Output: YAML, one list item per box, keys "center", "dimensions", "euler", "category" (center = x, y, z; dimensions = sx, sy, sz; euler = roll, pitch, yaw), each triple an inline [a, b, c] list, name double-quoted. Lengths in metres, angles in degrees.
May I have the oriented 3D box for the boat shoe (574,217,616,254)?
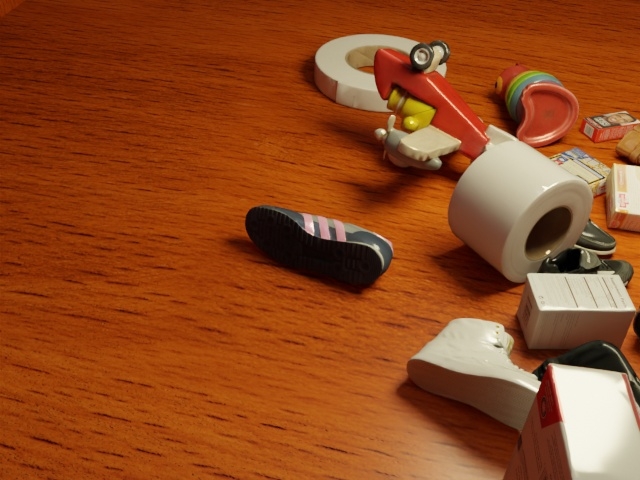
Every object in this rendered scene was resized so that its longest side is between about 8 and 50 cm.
- center: [0.553, -0.047, 1.725]
  dimensions: [0.084, 0.079, 0.233]
  euler: [-22, 46, -31]
  category: "boat shoe"

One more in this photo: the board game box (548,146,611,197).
- center: [0.603, -0.152, 1.889]
  dimensions: [0.193, 0.045, 0.147]
  euler: [-19, 43, -26]
  category: "board game box"

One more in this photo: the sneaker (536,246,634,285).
- center: [0.533, 0.059, 1.561]
  dimensions: [0.234, 0.106, 0.078]
  euler: [-8, 40, -14]
  category: "sneaker"

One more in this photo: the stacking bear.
- center: [0.565, -0.390, 2.115]
  dimensions: [0.164, 0.175, 0.289]
  euler: [-5, 31, -7]
  category: "stacking bear"

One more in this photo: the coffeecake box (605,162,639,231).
- center: [0.752, -0.091, 1.772]
  dimensions: [0.185, 0.068, 0.142]
  euler: [9, 57, 6]
  category: "coffeecake box"

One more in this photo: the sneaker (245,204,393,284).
- center: [0.000, 0.000, 1.619]
  dimensions: [0.319, 0.112, 0.131]
  euler: [22, 25, 19]
  category: "sneaker"

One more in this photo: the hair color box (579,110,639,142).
- center: [0.782, -0.307, 2.105]
  dimensions: [0.141, 0.043, 0.072]
  euler: [-11, 39, -19]
  category: "hair color box"

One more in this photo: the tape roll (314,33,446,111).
- center: [0.172, -0.496, 2.282]
  dimensions: [0.392, 0.072, 0.392]
  euler: [3, 37, -2]
  category: "tape roll"

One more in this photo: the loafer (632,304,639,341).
- center: [0.659, 0.228, 1.329]
  dimensions: [0.130, 0.134, 0.366]
  euler: [-14, 41, -21]
  category: "loafer"

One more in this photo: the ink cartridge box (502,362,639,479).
- center: [0.339, 0.335, 1.057]
  dimensions: [0.114, 0.273, 0.197]
  euler: [8, 38, 0]
  category: "ink cartridge box"

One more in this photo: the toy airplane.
- center: [0.285, -0.257, 1.870]
  dimensions: [0.386, 0.272, 0.384]
  euler: [25, 37, -34]
  category: "toy airplane"

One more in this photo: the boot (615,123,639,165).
- center: [0.914, -0.239, 1.997]
  dimensions: [0.283, 0.109, 0.220]
  euler: [-33, 46, -28]
  category: "boot"

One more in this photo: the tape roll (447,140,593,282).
- center: [0.406, -0.059, 1.592]
  dimensions: [0.246, 0.246, 0.169]
  euler: [-19, 43, -26]
  category: "tape roll"

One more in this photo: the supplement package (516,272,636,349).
- center: [0.475, 0.133, 1.461]
  dimensions: [0.179, 0.105, 0.105]
  euler: [1, 38, -3]
  category: "supplement package"

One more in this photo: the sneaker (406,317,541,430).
- center: [0.313, 0.214, 1.325]
  dimensions: [0.292, 0.108, 0.169]
  euler: [18, 40, 33]
  category: "sneaker"

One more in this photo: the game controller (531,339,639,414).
- center: [0.456, 0.296, 1.245]
  dimensions: [0.166, 0.067, 0.319]
  euler: [-23, 39, 7]
  category: "game controller"
